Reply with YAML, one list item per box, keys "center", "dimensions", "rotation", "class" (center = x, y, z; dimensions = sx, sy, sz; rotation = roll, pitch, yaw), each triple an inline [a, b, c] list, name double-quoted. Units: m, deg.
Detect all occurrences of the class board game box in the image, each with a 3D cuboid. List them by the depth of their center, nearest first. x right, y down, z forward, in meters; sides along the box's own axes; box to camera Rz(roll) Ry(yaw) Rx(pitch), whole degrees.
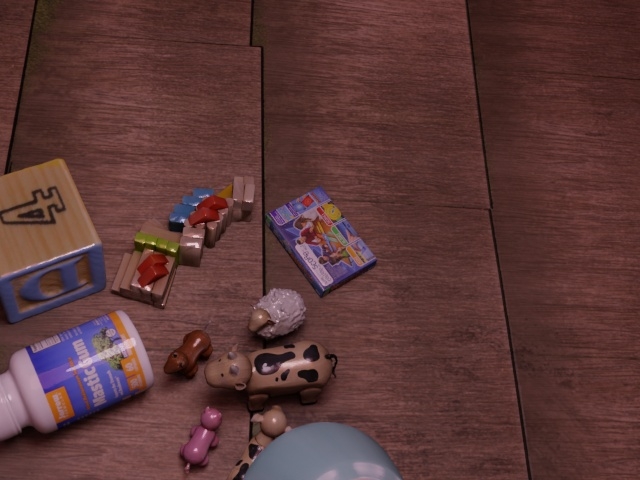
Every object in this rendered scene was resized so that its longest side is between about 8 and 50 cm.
- center: [0.000, 0.000, 1.862]
  dimensions: [0.136, 0.035, 0.201]
  rotation: [-28, 70, -22]
  class: "board game box"

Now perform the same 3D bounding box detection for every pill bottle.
- center: [-0.438, 0.237, 1.592]
  dimensions: [0.272, 0.152, 0.152]
  rotation: [-23, 68, -20]
  class: "pill bottle"

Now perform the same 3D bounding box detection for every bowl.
- center: [0.033, 0.455, 1.480]
  dimensions: [0.312, 0.163, 0.311]
  rotation: [2, 86, -23]
  class: "bowl"

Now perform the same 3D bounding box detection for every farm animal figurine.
- center: [-0.113, 0.260, 1.622]
  dimensions: [0.327, 0.172, 0.330]
  rotation: [-23, 68, -20]
  class: "farm animal figurine"

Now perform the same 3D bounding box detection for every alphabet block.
- center: [-0.516, 0.001, 1.687]
  dimensions: [0.194, 0.192, 0.197]
  rotation: [-20, 66, -21]
  class: "alphabet block"

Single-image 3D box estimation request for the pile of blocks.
- center: [-0.261, -0.031, 1.791]
  dimensions: [0.149, 0.112, 0.362]
  rotation: [37, 62, 11]
  class: "pile of blocks"
